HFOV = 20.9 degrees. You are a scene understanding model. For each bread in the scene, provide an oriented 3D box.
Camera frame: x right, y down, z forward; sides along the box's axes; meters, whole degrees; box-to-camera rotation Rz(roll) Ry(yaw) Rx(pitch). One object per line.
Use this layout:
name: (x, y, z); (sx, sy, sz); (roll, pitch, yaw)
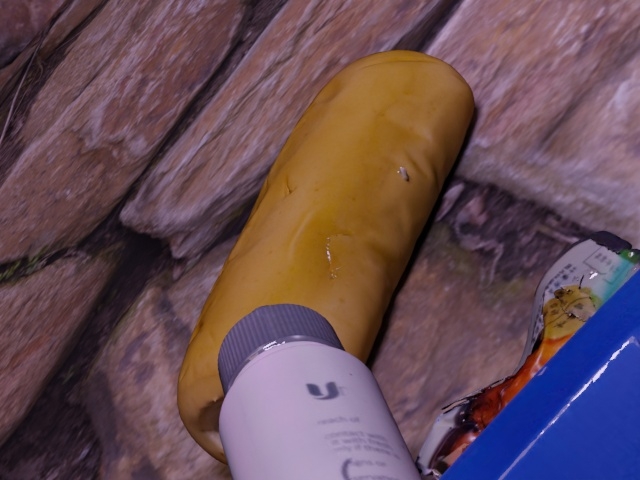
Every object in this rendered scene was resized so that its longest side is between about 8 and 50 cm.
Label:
bread: (0.000, 0.000, 1.113); (0.142, 0.091, 0.305); (-32, 27, 49)

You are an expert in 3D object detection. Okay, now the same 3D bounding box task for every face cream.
face cream: (0.001, 0.117, 0.866); (0.092, 0.092, 0.311); (-45, 29, 10)

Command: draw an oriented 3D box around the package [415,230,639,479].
package: (0.126, 0.081, 0.801); (0.166, 0.040, 0.232); (-50, 25, 3)

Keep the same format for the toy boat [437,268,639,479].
toy boat: (0.161, 0.063, 0.664); (0.295, 0.129, 0.088); (-47, -12, 0)
